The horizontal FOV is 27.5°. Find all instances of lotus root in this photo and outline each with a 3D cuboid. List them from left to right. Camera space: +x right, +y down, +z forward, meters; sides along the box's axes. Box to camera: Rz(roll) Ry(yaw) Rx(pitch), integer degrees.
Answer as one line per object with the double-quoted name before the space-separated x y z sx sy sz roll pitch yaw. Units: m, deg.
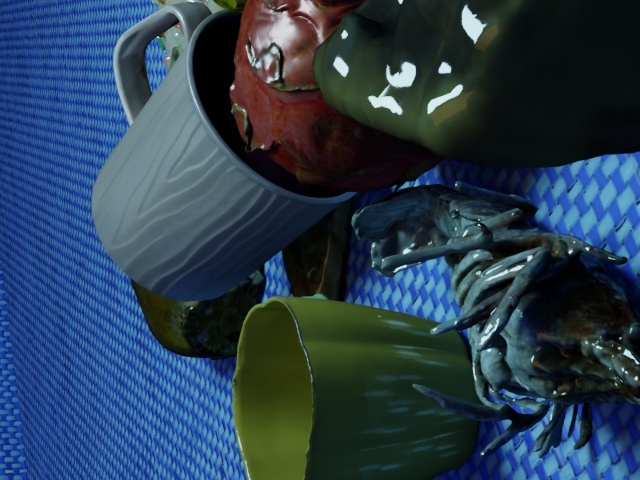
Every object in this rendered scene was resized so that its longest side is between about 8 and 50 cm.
"lotus root" -0.184 0.036 1.712 0.267 0.149 0.260 110 151 -43

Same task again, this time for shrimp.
"shrimp" 0.134 0.043 0.986 0.410 0.166 0.221 -109 -6 -64

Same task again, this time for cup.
"cup" -0.120 -0.101 1.361 0.273 0.288 0.208 -42 9 47

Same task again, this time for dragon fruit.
"dragon fruit" 0.038 -0.158 1.102 0.252 0.241 0.241 -64 31 18

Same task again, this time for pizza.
"pizza" 0.000 0.000 1.421 0.176 0.036 0.184 123 140 -51

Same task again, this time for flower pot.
"flower pot" 0.036 0.142 1.156 0.195 0.179 0.195 179 90 -67

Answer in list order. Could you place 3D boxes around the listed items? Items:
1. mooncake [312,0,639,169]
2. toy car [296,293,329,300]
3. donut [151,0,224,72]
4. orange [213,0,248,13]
"mooncake" 0.121 -0.249 0.708 0.393 0.394 0.246 -47 32 -3
"toy car" 0.025 0.139 1.331 0.186 0.058 0.093 55 143 24
"donut" -0.099 -0.331 1.530 0.383 0.143 0.382 -179 90 -67
"orange" -0.046 -0.364 1.249 0.301 0.300 0.223 -59 -16 0
